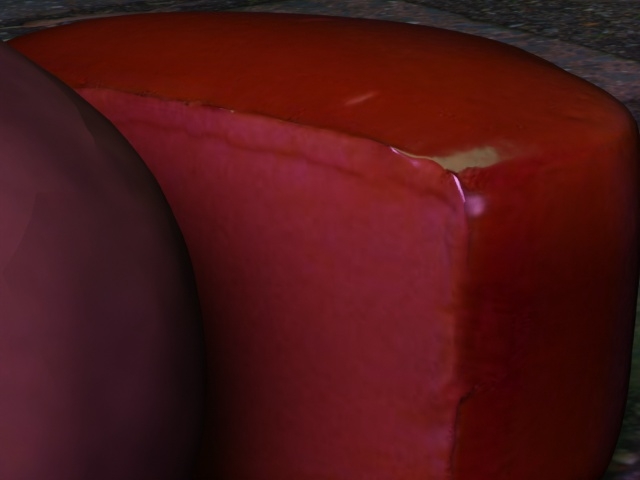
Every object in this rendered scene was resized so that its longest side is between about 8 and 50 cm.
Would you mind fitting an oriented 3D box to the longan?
[{"bbox_3d":[-0.226,0.046,0.757,0.361,0.361,0.361,-3,18,1],"label":"longan"}]

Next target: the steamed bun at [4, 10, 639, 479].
[{"bbox_3d":[0.000,0.000,0.996,0.379,0.235,0.248,10,16,34],"label":"steamed bun"}]
